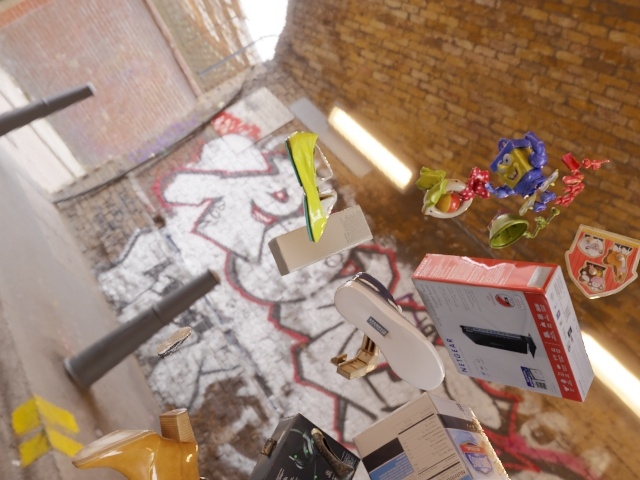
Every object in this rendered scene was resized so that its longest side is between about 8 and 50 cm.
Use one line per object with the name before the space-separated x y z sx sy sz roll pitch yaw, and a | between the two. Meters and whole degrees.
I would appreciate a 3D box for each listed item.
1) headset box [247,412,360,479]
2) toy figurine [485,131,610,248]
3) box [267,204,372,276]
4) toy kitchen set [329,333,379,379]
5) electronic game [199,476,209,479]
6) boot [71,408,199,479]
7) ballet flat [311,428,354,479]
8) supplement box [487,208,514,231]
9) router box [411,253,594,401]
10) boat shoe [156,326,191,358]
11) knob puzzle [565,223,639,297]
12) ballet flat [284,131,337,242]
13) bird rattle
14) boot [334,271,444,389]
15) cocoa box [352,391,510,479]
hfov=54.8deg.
headset box | -0.057 0.709 1.902 0.283 0.246 0.131 39 -38 -12
toy figurine | 0.527 -0.166 1.603 0.217 0.191 0.362 62 -28 24
box | 0.000 0.000 1.748 0.113 0.275 0.094 69 -20 3
toy kitchen set | 0.061 0.208 1.168 0.068 0.083 0.075 23 -69 35
electronic game | -0.376 0.754 1.683 0.048 0.229 0.229 25 -23 24
boot | -0.356 0.485 1.260 0.295 0.104 0.211 -7 86 -57
ballet flat | 0.030 0.553 1.606 0.173 0.049 0.057 45 0 43
supplement box | 0.613 -0.057 2.083 0.043 0.055 0.083 -104 -145 -53
router box | 0.393 0.185 1.329 0.301 0.082 0.335 4 -45 44
boat shoe | -0.444 0.313 1.891 0.046 0.125 0.038 22 -39 40
knob puzzle | 0.774 0.067 1.707 0.213 0.213 0.030 52 9 21
ballet flat | -0.009 -0.106 1.229 0.077 0.077 0.230 -93 170 -71
bird rattle | 0.443 -0.161 2.081 0.206 0.254 0.143 106 -25 -47
boot | 0.106 0.120 0.872 0.190 0.069 0.086 46 25 4
cocoa box | 0.285 0.551 1.544 0.347 0.231 0.227 33 24 -55
